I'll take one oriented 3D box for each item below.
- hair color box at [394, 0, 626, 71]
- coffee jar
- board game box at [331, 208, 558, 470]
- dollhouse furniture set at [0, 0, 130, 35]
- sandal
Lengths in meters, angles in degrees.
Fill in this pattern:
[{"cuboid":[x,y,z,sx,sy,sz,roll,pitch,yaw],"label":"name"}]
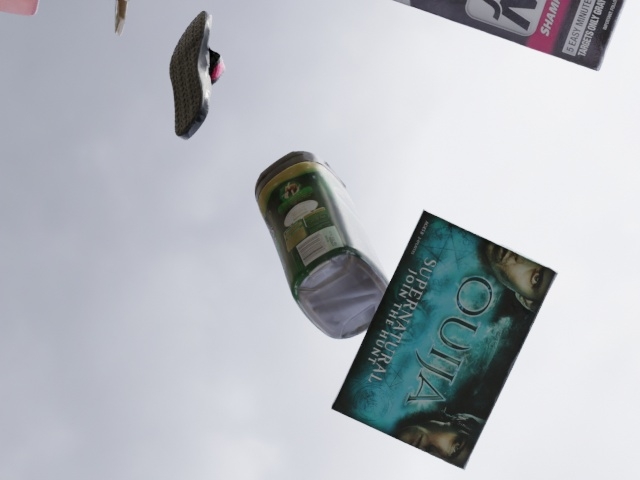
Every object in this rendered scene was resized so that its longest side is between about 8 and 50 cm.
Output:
[{"cuboid":[0.108,-0.290,1.680,0.105,0.347,0.174,-62,171,-60],"label":"hair color box"},{"cuboid":[0.000,0.000,1.752,0.079,0.096,0.184,-34,-145,8],"label":"coffee jar"},{"cuboid":[0.104,0.083,1.642,0.026,0.126,0.186,-70,-175,-85],"label":"board game box"},{"cuboid":[-0.303,-0.284,1.891,0.259,0.262,0.135,121,-25,-65],"label":"dollhouse furniture set"},{"cuboid":[-0.127,-0.170,2.071,0.067,0.040,0.179,-44,-146,37],"label":"sandal"}]
